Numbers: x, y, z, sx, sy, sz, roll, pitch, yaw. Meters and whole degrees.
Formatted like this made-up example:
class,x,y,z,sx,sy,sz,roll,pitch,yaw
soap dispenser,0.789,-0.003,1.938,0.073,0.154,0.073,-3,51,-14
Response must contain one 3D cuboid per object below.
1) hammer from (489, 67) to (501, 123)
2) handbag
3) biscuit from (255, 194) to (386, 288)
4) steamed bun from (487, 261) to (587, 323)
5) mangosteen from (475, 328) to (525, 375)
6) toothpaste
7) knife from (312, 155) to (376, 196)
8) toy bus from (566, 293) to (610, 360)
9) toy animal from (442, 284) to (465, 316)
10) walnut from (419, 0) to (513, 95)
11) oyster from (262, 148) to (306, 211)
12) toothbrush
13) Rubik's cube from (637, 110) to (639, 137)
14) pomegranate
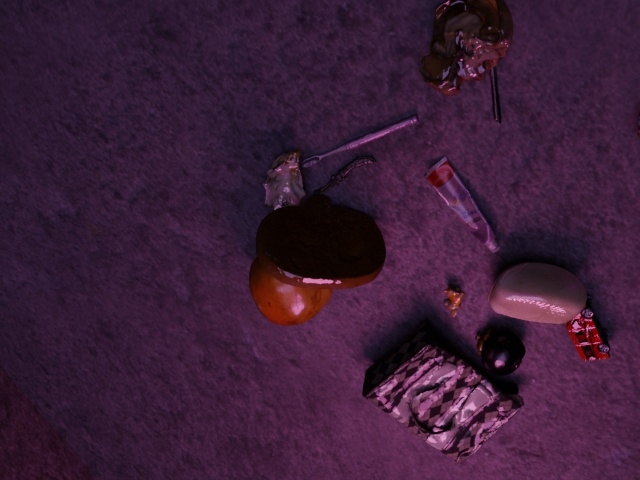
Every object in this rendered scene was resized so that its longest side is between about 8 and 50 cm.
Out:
class,x,y,z,sx,sy,sz,roll,pitch,yaw
hammer,0.440,-0.385,1.355,0.065,0.021,0.178,-8,113,18
handbag,0.386,0.470,1.653,0.416,0.180,0.316,38,114,-11
biscuit,0.000,0.001,1.486,0.368,0.314,0.063,1,139,-16
steamed bun,0.592,0.134,1.464,0.239,0.152,0.170,12,154,10
mangosteen,0.527,0.327,1.585,0.151,0.137,0.137,35,122,36
toothpaste,0.403,-0.090,1.475,0.075,0.048,0.301,-35,98,29
knife,0.058,-0.187,1.535,0.222,0.021,0.045,-29,106,23
toy bus,0.754,0.245,1.509,0.089,0.081,0.195,-21,107,31
toy animal,0.392,0.180,1.586,0.081,0.060,0.083,2,119,-30
walnut,0.351,-0.473,1.270,0.238,0.141,0.204,-37,63,33
oyster,-0.109,-0.171,1.565,0.133,0.072,0.209,-2,132,9
toothbrush,0.104,-0.272,1.482,0.354,0.029,0.024,-19,120,20
Rubik's cube,0.810,-0.281,1.260,0.093,0.111,0.111,12,118,37
pomegranate,-0.085,0.114,1.572,0.265,0.264,0.264,5,114,12
